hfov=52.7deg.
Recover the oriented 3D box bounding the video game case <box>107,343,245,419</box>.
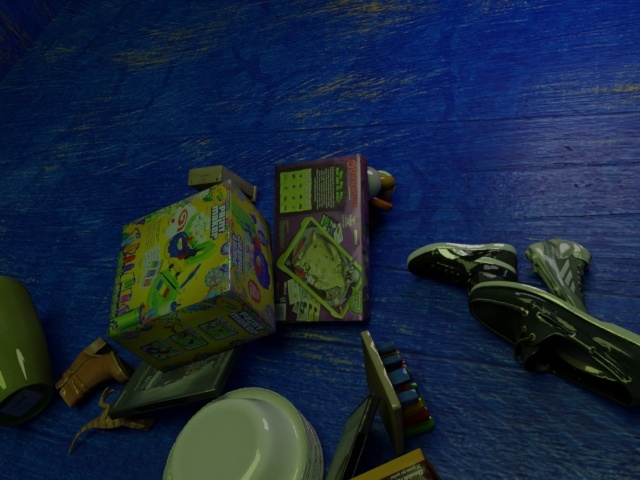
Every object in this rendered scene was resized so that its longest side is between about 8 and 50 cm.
[{"bbox_3d":[-0.290,0.272,1.341,0.274,0.026,0.196,-18,25,24],"label":"video game case"}]

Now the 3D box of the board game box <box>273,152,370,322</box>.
[{"bbox_3d":[0.000,0.000,1.366,0.208,0.056,0.346,-5,79,29],"label":"board game box"}]

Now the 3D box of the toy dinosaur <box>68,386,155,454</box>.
[{"bbox_3d":[-0.456,0.379,1.377,0.212,0.064,0.112,-14,49,18],"label":"toy dinosaur"}]

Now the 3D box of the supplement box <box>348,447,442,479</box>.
[{"bbox_3d":[0.143,0.440,0.920,0.129,0.191,0.194,-26,46,5],"label":"supplement box"}]

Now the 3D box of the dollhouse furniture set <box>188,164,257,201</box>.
[{"bbox_3d":[-0.253,-0.042,1.612,0.212,0.161,0.242,-3,73,26],"label":"dollhouse furniture set"}]

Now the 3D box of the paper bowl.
[{"bbox_3d":[-0.148,0.396,1.144,0.284,0.148,0.284,-16,46,17],"label":"paper bowl"}]

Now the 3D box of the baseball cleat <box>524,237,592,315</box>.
[{"bbox_3d":[0.454,0.068,1.163,0.109,0.072,0.206,-21,49,1],"label":"baseball cleat"}]

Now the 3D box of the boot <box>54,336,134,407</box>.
[{"bbox_3d":[-0.510,0.316,1.458,0.152,0.073,0.197,-47,36,-16],"label":"boot"}]

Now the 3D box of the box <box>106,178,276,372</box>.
[{"bbox_3d":[-0.258,0.073,1.336,0.279,0.177,0.290,-21,47,17],"label":"box"}]

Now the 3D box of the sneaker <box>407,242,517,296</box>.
[{"bbox_3d":[0.269,0.070,1.249,0.217,0.079,0.121,-6,49,21],"label":"sneaker"}]

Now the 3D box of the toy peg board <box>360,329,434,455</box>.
[{"bbox_3d":[0.137,0.254,1.118,0.079,0.160,0.161,-17,45,-7],"label":"toy peg board"}]

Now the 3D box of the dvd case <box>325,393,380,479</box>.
[{"bbox_3d":[0.029,0.386,1.049,0.022,0.180,0.253,23,61,2],"label":"dvd case"}]

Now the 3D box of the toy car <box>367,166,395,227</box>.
[{"bbox_3d":[0.081,-0.094,1.465,0.182,0.159,0.136,0,91,25],"label":"toy car"}]

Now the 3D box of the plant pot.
[{"bbox_3d":[-0.755,0.280,1.507,0.275,0.275,0.293,-41,61,-9],"label":"plant pot"}]

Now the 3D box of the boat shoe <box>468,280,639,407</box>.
[{"bbox_3d":[0.381,0.175,1.070,0.340,0.127,0.113,26,56,30],"label":"boat shoe"}]
